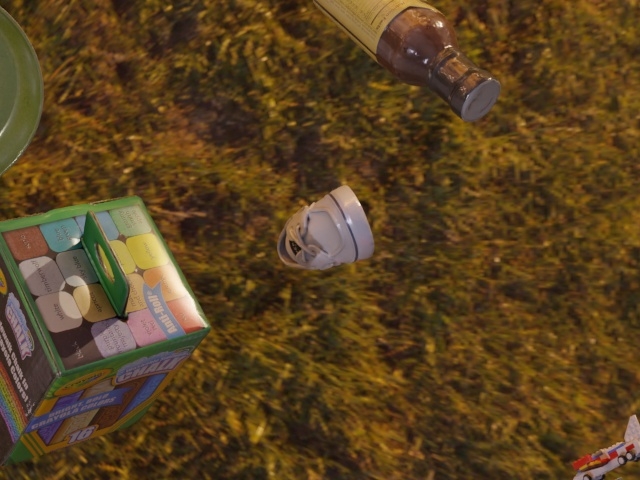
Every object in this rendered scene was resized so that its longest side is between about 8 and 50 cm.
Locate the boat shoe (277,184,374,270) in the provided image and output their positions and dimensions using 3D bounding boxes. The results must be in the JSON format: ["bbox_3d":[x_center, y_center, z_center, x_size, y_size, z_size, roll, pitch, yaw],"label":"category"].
[{"bbox_3d":[0.000,0.000,1.469,0.084,0.258,0.095,-23,84,-13],"label":"boat shoe"}]

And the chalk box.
[{"bbox_3d":[-0.248,0.078,1.230,0.179,0.289,0.180,-14,67,-39],"label":"chalk box"}]

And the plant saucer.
[{"bbox_3d":[-0.395,-0.150,1.163,0.240,0.037,0.241,-9,123,-14],"label":"plant saucer"}]

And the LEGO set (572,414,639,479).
[{"bbox_3d":[0.330,0.303,1.541,0.244,0.182,0.060,-21,68,-1],"label":"LEGO set"}]

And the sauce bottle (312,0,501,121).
[{"bbox_3d":[0.111,-0.288,1.641,0.111,0.111,0.344,-31,59,-19],"label":"sauce bottle"}]
